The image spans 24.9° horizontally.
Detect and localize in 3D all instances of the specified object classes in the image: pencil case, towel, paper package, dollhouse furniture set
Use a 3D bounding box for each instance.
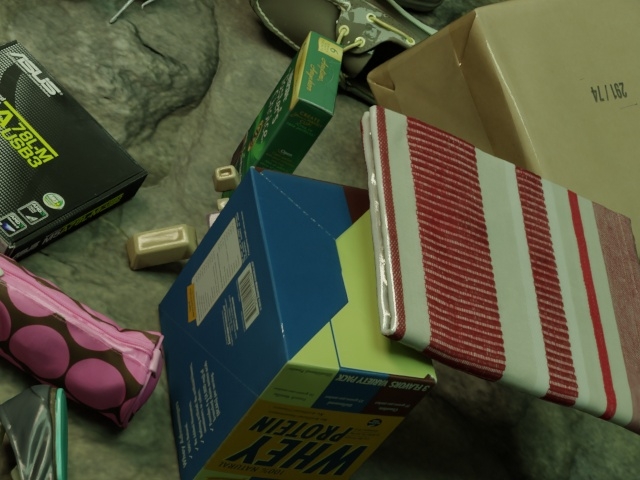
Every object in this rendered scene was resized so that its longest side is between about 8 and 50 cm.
[{"bbox_3d":[-0.224,0.066,1.185,0.209,0.098,0.095,31,41,-7],"label":"pencil case"},{"bbox_3d":[0.170,0.033,1.252,0.329,0.037,0.237,22,47,-32],"label":"towel"},{"bbox_3d":[0.255,-0.105,1.553,0.325,0.168,0.309,-20,86,-45],"label":"paper package"},{"bbox_3d":[-0.124,-0.006,1.367,0.114,0.081,0.091,-11,62,-2],"label":"dollhouse furniture set"}]

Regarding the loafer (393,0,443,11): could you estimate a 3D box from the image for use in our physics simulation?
[{"bbox_3d":[0.033,-0.362,1.747,0.319,0.111,0.112,5,49,-31],"label":"loafer"}]

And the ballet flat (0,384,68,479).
[{"bbox_3d":[-0.217,0.205,1.092,0.074,0.074,0.203,6,55,-30],"label":"ballet flat"}]

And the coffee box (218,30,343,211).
[{"bbox_3d":[-0.040,-0.102,1.399,0.040,0.184,0.113,25,42,-14],"label":"coffee box"}]

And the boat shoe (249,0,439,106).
[{"bbox_3d":[0.052,-0.215,1.626,0.305,0.109,0.091,27,37,-16],"label":"boat shoe"}]

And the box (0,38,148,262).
[{"bbox_3d":[-0.284,-0.082,1.323,0.191,0.045,0.184,45,44,10],"label":"box"}]

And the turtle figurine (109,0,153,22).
[{"bbox_3d":[-0.230,-0.334,1.546,0.175,0.118,0.234,24,39,-13],"label":"turtle figurine"}]

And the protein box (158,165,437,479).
[{"bbox_3d":[-0.029,0.085,1.219,0.136,0.201,0.200,10,47,-27],"label":"protein box"}]
